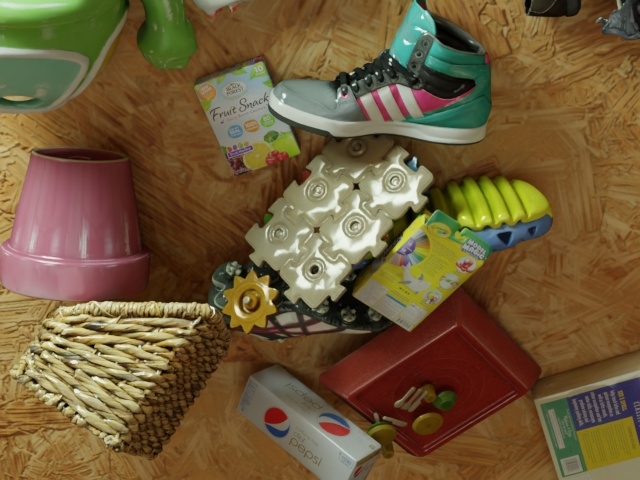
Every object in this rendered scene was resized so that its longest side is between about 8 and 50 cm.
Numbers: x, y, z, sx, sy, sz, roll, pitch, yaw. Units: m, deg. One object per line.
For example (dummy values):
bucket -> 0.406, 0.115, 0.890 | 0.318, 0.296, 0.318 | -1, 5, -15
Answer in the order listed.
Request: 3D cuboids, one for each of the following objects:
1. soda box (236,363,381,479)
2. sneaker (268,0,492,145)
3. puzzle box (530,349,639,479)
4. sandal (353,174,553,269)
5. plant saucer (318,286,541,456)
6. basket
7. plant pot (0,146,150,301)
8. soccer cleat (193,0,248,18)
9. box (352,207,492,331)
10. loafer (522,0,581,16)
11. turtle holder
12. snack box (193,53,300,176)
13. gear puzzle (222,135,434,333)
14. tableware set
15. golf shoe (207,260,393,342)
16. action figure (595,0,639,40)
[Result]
soda box -> -0.019, 0.278, 1.595 | 0.216, 0.074, 0.069 | 36, 118, 24
sneaker -> 0.088, -0.223, 1.369 | 0.296, 0.124, 0.178 | 3, 123, -11
puzzle box -> 0.517, 0.358, 1.721 | 0.272, 0.052, 0.409 | -17, 116, 8
sandal -> 0.169, 0.002, 1.500 | 0.317, 0.126, 0.138 | -12, 120, 15
plant saucer -> 0.173, 0.217, 1.611 | 0.259, 0.047, 0.258 | -35, 127, 17
basket -> -0.271, 0.153, 1.477 | 0.213, 0.299, 0.223 | 33, 80, 8
plant pot -> -0.325, -0.028, 1.441 | 0.201, 0.201, 0.180 | 5, 101, -3
soccer cleat -> -0.073, -0.341, 1.342 | 0.196, 0.068, 0.076 | -15, 114, 10
box -> 0.136, 0.034, 1.429 | 0.105, 0.043, 0.179 | 33, 124, -17
loafer -> 0.262, -0.369, 1.322 | 0.078, 0.080, 0.220 | -18, 116, 8
turtle holder -> -0.335, -0.285, 1.299 | 0.320, 0.243, 0.227 | -22, 142, -34
snack box -> -0.097, -0.167, 1.446 | 0.100, 0.037, 0.141 | -19, 116, 8
gear puzzle -> 0.000, 0.000, 1.445 | 0.339, 0.175, 0.044 | -48, 151, 4
tableware set -> 0.130, 0.270, 1.601 | 0.104, 0.024, 0.154 | 21, 120, -30
golf shoe -> -0.030, 0.095, 1.566 | 0.273, 0.105, 0.120 | 9, 144, -9
action figure -> 0.366, -0.389, 1.275 | 0.141, 0.164, 0.275 | -6, 129, 25
